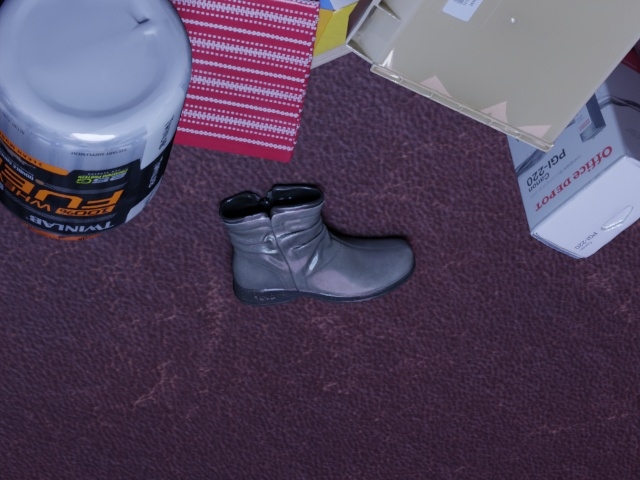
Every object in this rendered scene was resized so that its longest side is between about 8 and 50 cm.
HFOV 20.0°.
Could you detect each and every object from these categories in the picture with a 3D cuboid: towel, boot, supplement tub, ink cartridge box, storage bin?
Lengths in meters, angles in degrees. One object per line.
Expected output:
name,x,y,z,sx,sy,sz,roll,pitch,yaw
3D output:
towel,-0.111,-0.190,2.005,0.199,0.031,0.275,9,143,-3
boot,0.000,0.000,2.265,0.246,0.083,0.161,-7,135,-5
supplement tub,-0.253,-0.131,1.899,0.207,0.207,0.338,-1,160,-11
ink cartridge box,0.302,-0.112,2.077,0.092,0.218,0.158,23,131,-33
storage bin,0.197,-0.258,1.859,0.260,0.123,0.262,24,132,-15

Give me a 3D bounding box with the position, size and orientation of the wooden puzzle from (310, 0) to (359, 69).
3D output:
wooden puzzle,0.025,-0.281,1.951,0.239,0.044,0.221,-19,140,11
